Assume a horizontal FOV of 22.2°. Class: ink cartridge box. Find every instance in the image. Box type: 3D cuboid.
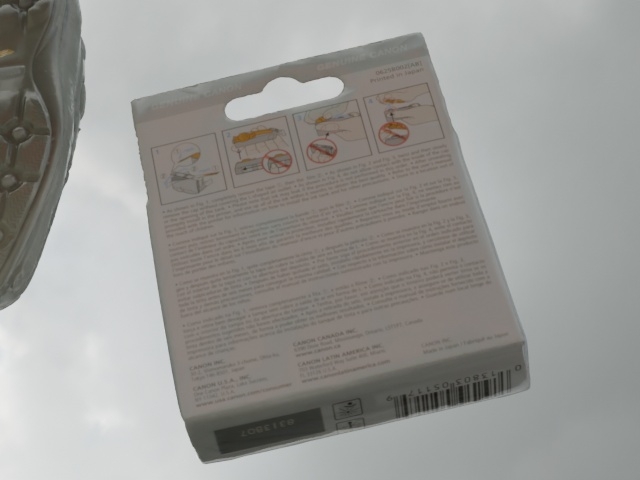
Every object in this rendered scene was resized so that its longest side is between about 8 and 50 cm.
[{"bbox_3d":[0.000,0.000,0.933,0.189,0.232,0.066,-13,-40,-1],"label":"ink cartridge box"}]

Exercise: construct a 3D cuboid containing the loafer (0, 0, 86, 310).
[{"bbox_3d":[-0.215,-0.075,1.152,0.112,0.319,0.111,-3,-37,10],"label":"loafer"}]
